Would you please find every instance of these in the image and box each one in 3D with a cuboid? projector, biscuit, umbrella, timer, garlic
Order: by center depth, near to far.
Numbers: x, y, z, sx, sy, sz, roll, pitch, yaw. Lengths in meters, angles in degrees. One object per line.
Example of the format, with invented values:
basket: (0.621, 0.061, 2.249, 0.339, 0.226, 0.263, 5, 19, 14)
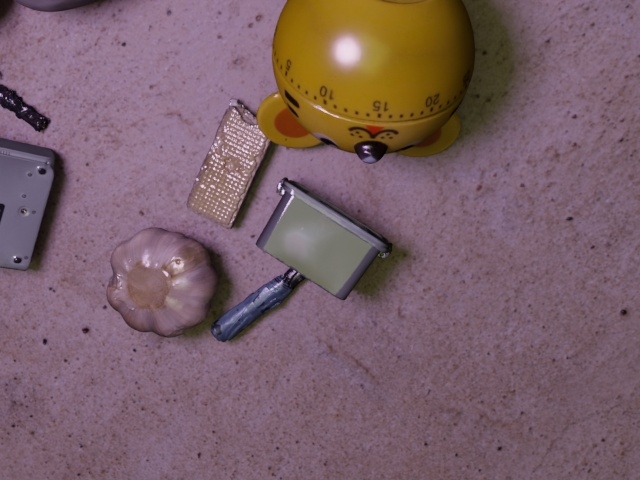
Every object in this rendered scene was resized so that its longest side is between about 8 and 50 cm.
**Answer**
timer: (0.085, -0.280, 1.394, 0.376, 0.376, 0.387, 15, 140, 3)
biscuit: (-0.172, -0.146, 1.575, 0.108, 0.062, 0.238, 27, 104, 0)
projector: (-0.643, -0.075, 1.581, 0.198, 0.108, 0.250, 12, 107, -32)
garlic: (-0.304, 0.082, 1.597, 0.228, 0.152, 0.227, 4, 107, 14)
umbrella: (-0.605, -0.270, 1.611, 0.144, 0.037, 0.040, 36, 76, -3)
umbrella: (-0.114, 0.122, 1.631, 0.250, 0.052, 0.053, -35, 99, 8)

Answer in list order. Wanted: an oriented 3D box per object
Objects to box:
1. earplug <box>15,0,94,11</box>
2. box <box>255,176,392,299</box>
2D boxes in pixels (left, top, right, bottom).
earplug: (-0.476, -0.600, 1.388, 0.313, 0.312, 0.394, -18, 103, 11)
box: (0.000, 0.000, 1.529, 0.243, 0.163, 0.135, 32, 96, -2)
